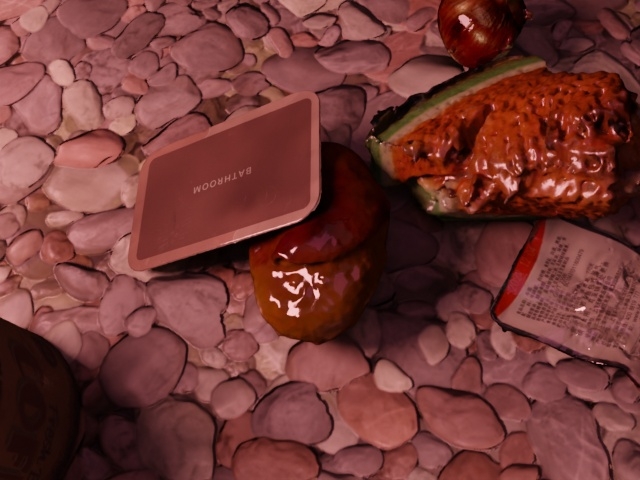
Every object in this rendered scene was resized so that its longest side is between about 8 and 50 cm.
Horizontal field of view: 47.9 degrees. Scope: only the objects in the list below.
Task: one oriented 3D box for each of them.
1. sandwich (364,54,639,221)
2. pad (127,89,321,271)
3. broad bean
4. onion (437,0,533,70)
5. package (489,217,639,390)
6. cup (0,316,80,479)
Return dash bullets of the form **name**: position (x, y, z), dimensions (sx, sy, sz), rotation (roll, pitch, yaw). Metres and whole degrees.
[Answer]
- **sandwich**: position (0.226, -0.089, 0.788), dimensions (0.250, 0.162, 0.301), rotation (-33, 32, -20)
- **pad**: position (-0.114, -0.067, 0.822), dimensions (0.266, 0.002, 0.176), rotation (-17, 57, 26)
- **broad bean**: position (-0.002, -0.002, 0.790), dimensions (0.156, 0.122, 0.229), rotation (10, 63, 7)
- **onion**: position (0.201, -0.279, 0.907), dimensions (0.118, 0.119, 0.117), rotation (20, 40, 13)
- **package**: position (0.319, 0.071, 0.782), dimensions (0.232, 0.040, 0.166), rotation (24, 66, 23)
- **cup**: position (-0.408, 0.180, 0.665), dimensions (0.227, 0.257, 0.301), rotation (31, 73, 19)
